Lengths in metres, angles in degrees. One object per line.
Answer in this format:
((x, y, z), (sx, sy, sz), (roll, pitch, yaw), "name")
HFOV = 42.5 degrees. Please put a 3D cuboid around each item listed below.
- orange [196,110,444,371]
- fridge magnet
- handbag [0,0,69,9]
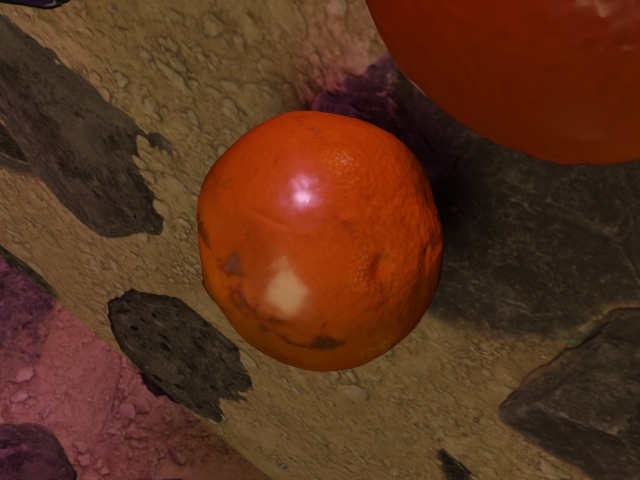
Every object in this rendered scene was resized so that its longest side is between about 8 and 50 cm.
((0.000, 0.000, 0.985), (0.312, 0.312, 0.312), (25, 145, 19), "orange")
((0.191, -0.219, 0.666), (0.363, 0.155, 0.363), (25, 145, 19), "fridge magnet")
((-0.274, -0.356, 0.805), (0.329, 0.303, 0.122), (15, 140, 33), "handbag")
